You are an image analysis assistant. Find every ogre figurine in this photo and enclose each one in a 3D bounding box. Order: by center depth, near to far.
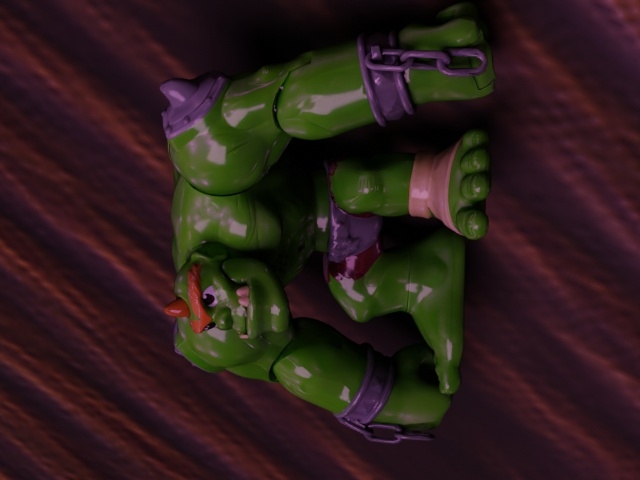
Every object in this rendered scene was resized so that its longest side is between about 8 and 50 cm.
[{"bbox_3d":[0.000,0.000,0.607,0.118,0.096,0.197,2,151,0],"label":"ogre figurine"}]
